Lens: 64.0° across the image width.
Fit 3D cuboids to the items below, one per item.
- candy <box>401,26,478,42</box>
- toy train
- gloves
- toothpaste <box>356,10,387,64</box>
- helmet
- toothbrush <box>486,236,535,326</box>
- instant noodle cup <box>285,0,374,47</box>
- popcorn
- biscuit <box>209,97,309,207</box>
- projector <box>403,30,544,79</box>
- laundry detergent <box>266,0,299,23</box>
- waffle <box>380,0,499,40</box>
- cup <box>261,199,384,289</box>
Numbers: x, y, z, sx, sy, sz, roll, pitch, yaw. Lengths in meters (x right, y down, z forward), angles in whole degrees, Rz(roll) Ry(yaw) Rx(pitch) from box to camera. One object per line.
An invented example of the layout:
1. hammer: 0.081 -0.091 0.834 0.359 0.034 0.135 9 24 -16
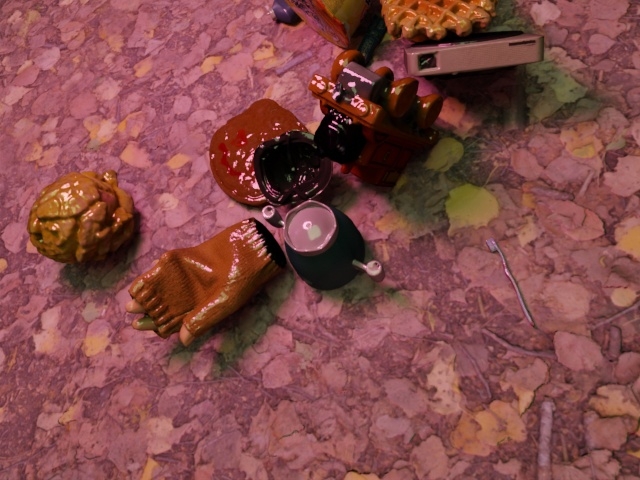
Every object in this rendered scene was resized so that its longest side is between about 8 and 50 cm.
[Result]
1. candy: 0.291 -0.593 1.234 0.259 0.118 0.260 -5 70 13
2. toy train: 0.114 -0.232 1.044 0.163 0.369 0.232 34 109 25
3. gloves: -0.242 0.094 1.105 0.356 0.155 0.203 -29 70 -13
4. toothpaste: 0.122 -0.497 1.293 0.057 0.035 0.197 24 76 7
5. helmet: -0.056 -0.162 1.140 0.177 0.107 0.153 -14 96 8
6. toothbrush: 0.373 0.079 1.003 0.019 0.013 0.193 -25 64 13
7. instant noodle cup: 0.032 -0.631 1.230 0.264 0.264 0.200 42 95 26
8. popcorn: -0.565 -0.051 1.235 0.259 0.259 0.212 -44 79 -3
9. biscuit: -0.151 -0.217 1.260 0.257 0.049 0.273 -36 65 0
10. projector: 0.310 -0.393 1.091 0.257 0.079 0.259 -4 24 9
11. laundry detergent: -0.051 -0.651 1.389 0.206 0.061 0.097 -22 68 8
12. waffle: 0.255 -0.516 1.101 0.250 0.056 0.261 -6 49 9
13. cup: 0.000 0.000 1.059 0.299 0.173 0.167 27 78 24
